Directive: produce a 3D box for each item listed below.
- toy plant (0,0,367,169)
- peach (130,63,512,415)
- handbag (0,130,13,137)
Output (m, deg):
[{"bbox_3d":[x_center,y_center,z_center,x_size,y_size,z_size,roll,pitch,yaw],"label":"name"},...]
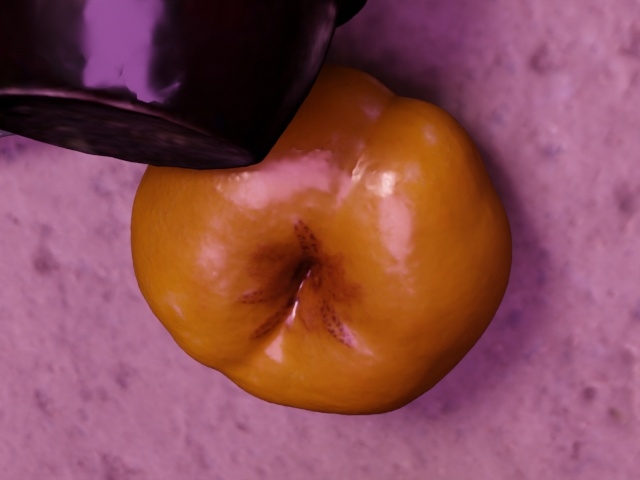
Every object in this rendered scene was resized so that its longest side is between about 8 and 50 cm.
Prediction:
[{"bbox_3d":[-0.049,-0.151,0.500,0.218,0.175,0.235,8,84,18],"label":"toy plant"},{"bbox_3d":[0.000,0.000,0.609,0.179,0.103,0.179,6,123,10],"label":"peach"},{"bbox_3d":[-0.277,-0.110,0.635,0.270,0.088,0.175,-3,125,16],"label":"handbag"}]
